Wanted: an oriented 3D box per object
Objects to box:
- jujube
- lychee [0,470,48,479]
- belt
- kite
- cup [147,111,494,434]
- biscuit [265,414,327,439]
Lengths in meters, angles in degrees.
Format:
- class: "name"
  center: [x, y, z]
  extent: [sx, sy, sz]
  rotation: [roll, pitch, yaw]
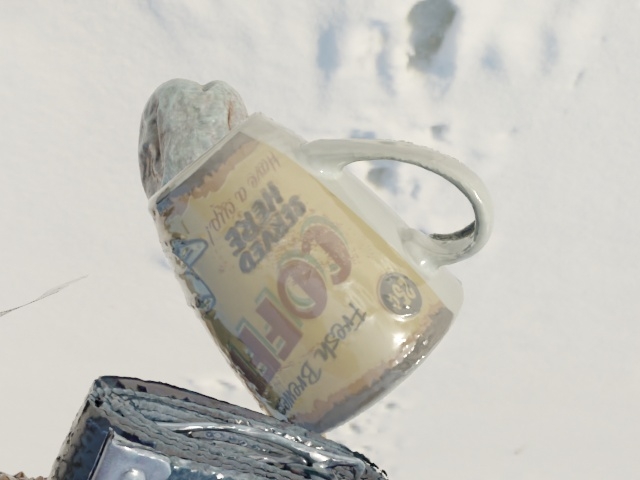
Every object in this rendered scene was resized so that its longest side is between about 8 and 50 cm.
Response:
- class: "jujube"
  center: [-0.231, -0.161, 1.780]
  extent: [0.215, 0.308, 0.246]
  rotation: [4, 167, -35]
- class: "lychee"
  center: [-0.391, 0.396, 1.032]
  extent: [0.275, 0.276, 0.304]
  rotation: [2, -178, -10]
- class: "belt"
  center: [-0.067, 0.173, 0.564]
  extent: [0.218, 0.128, 0.122]
  rotation: [20, -174, -27]
- class: "kite"
  center: [-0.539, 0.129, 1.485]
  extent: [0.360, 0.022, 0.204]
  rotation: [-25, -175, 2]
- class: "cup"
  center: [0.000, 0.000, 0.833]
  extent: [0.301, 0.227, 0.257]
  rotation: [-34, 104, 25]
- class: "biscuit"
  center: [-0.070, 0.412, 1.337]
  extent: [0.107, 0.326, 0.325]
  rotation: [24, 146, -32]
